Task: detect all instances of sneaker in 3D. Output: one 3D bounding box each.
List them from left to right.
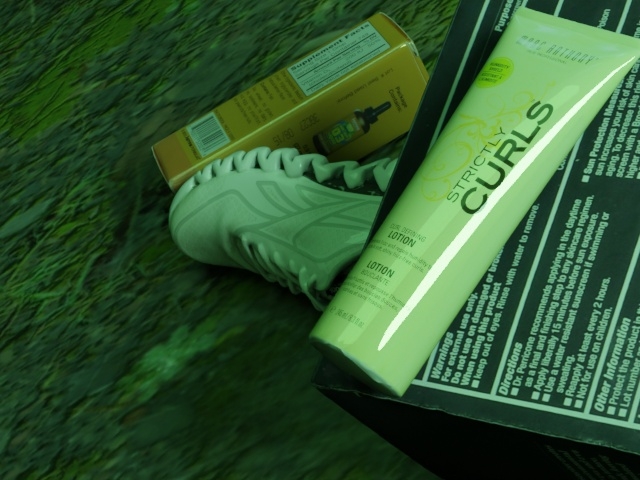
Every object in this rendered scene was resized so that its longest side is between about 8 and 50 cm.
[{"bbox_3d":[0.000,0.000,1.153,0.292,0.110,0.118,-1,55,32],"label":"sneaker"}]

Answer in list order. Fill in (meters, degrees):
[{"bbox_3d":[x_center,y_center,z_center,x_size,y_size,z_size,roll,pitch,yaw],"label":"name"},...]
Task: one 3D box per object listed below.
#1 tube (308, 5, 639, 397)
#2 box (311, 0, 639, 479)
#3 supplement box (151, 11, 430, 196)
[{"bbox_3d":[0.082,-0.028,0.846,0.240,0.070,0.062,-55,-1,-11],"label":"tube"},{"bbox_3d":[0.199,0.008,0.899,0.294,0.183,0.296,9,69,38],"label":"box"},{"bbox_3d":[-0.020,-0.095,1.285,0.233,0.078,0.080,-29,35,0],"label":"supplement box"}]
